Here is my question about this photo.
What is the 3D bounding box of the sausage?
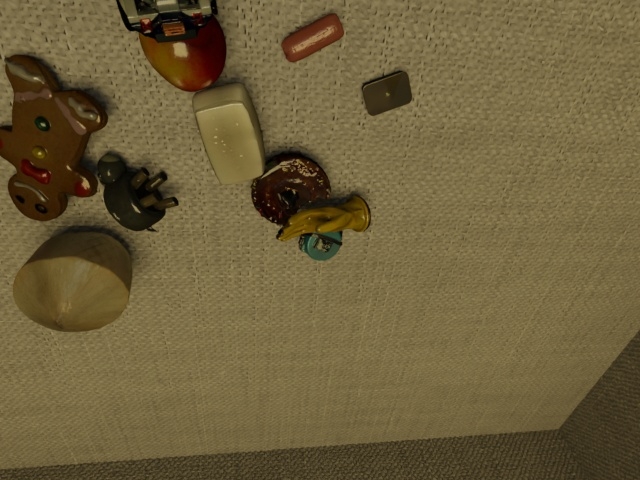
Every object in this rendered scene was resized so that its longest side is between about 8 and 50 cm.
[{"bbox_3d":[-0.020,-0.484,1.003,0.154,0.062,0.062,-24,127,11],"label":"sausage"}]

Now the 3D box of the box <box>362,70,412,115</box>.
[{"bbox_3d":[0.177,-0.395,1.120,0.126,0.031,0.091,-19,127,6],"label":"box"}]

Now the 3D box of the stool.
[{"bbox_3d":[-0.506,-0.133,1.144,0.139,0.153,0.228,-28,126,13],"label":"stool"}]

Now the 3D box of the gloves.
[{"bbox_3d":[-0.001,-0.048,1.229,0.295,0.116,0.133,-16,152,-32],"label":"gloves"}]

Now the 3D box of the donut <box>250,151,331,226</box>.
[{"bbox_3d":[-0.095,-0.156,1.224,0.216,0.095,0.230,29,118,-26],"label":"donut"}]

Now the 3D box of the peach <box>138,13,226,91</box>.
[{"bbox_3d":[-0.301,-0.429,0.938,0.198,0.197,0.197,-4,128,-5],"label":"peach"}]

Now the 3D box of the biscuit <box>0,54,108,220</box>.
[{"bbox_3d":[-0.703,-0.213,1.063,0.283,0.064,0.432,32,118,-8],"label":"biscuit"}]

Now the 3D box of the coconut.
[{"bbox_3d":[-0.702,0.131,1.213,0.329,0.328,0.328,-4,128,-5],"label":"coconut"}]

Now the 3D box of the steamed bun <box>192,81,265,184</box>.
[{"bbox_3d":[-0.227,-0.279,1.066,0.147,0.164,0.241,-12,133,-1],"label":"steamed bun"}]

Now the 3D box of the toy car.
[{"bbox_3d":[-0.305,-0.523,0.806,0.193,0.300,0.118,-13,166,-11],"label":"toy car"}]

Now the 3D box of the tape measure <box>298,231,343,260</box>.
[{"bbox_3d":[0.000,0.000,1.365,0.146,0.081,0.125,20,105,-25],"label":"tape measure"}]
